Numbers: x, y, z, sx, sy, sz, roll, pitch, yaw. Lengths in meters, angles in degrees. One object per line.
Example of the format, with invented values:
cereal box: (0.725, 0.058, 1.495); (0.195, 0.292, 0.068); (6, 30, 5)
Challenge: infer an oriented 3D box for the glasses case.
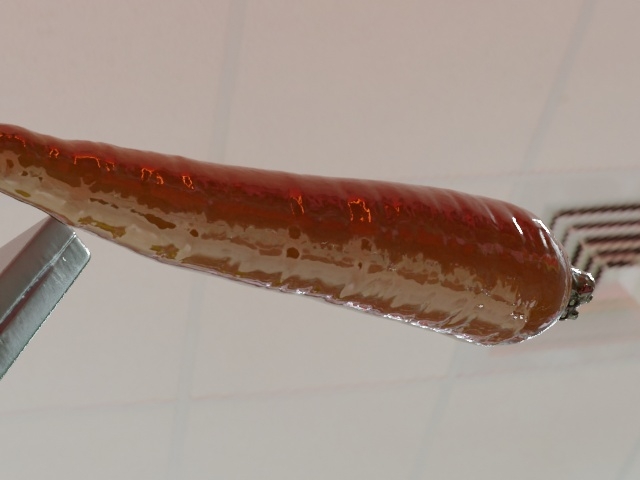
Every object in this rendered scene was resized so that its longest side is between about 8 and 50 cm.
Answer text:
glasses case: (-0.202, 0.051, 0.756); (0.078, 0.184, 0.039); (-31, -73, 25)

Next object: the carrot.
carrot: (0.000, 0.000, 0.534); (0.336, 0.069, 0.069); (11, -49, -36)
